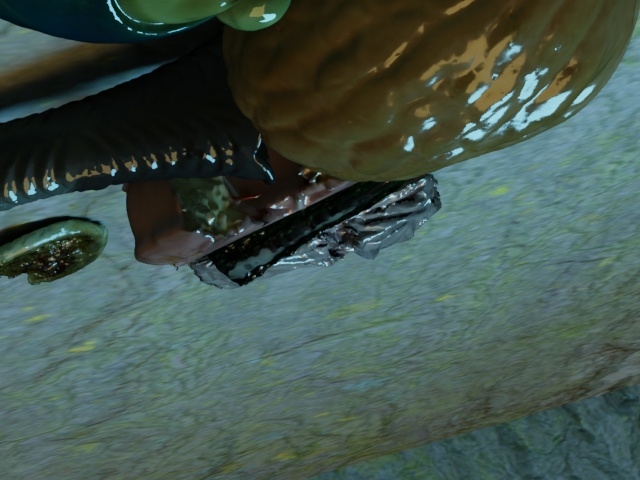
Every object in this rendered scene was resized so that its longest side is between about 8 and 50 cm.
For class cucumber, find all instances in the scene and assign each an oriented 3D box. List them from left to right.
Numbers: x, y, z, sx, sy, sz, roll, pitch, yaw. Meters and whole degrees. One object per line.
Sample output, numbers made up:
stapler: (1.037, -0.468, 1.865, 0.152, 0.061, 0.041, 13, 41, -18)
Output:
cucumber: (-0.009, -0.036, 1.425, 0.265, 0.077, 0.077, -32, 159, 36)

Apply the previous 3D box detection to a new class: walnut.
walnut: (0.056, -0.143, 0.925, 0.261, 0.225, 0.225, -30, 160, 37)

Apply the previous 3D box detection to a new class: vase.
vase: (-0.158, -0.067, 1.124, 0.237, 0.115, 0.115, -14, 164, 0)

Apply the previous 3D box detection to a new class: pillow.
pillow: (0.000, 0.000, 1.599, 0.248, 0.049, 0.135, -17, 168, 3)

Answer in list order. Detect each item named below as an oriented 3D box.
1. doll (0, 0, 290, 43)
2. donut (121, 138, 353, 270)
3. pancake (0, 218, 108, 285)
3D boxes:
doll: (-0.064, -0.184, 0.692, 0.186, 0.198, 0.322, 13, -166, 32)
donut: (-0.046, -0.053, 1.264, 0.233, 0.085, 0.199, -25, 179, -14)
pancake: (-0.240, 0.012, 1.418, 0.129, 0.022, 0.116, -8, 161, -47)
